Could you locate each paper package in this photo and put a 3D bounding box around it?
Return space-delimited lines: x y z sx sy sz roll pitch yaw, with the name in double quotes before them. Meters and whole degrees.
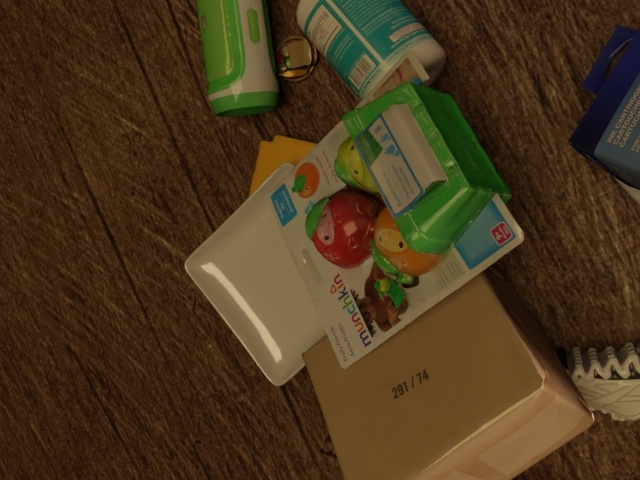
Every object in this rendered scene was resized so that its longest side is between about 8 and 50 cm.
"paper package" 0.168 0.211 1.156 0.325 0.168 0.309 -40 43 17

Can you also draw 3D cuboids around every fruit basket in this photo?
"fruit basket" 0.074 -0.040 1.133 0.353 0.165 0.327 -38 63 28

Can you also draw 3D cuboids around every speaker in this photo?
"speaker" -0.145 -0.364 1.334 0.131 0.131 0.296 -7 93 23

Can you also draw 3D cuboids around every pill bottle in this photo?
"pill bottle" 0.062 -0.333 1.239 0.146 0.146 0.264 -42 79 21

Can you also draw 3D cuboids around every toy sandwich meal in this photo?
"toy sandwich meal" -0.044 -0.310 1.348 0.086 0.029 0.085 2 96 22

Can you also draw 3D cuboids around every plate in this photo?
"plate" -0.057 0.058 1.332 0.278 0.045 0.277 -43 79 20

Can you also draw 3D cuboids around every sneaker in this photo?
"sneaker" 0.418 0.216 1.175 0.292 0.110 0.118 -12 100 23

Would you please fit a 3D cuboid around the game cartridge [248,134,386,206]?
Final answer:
"game cartridge" 0.000 0.000 1.356 0.285 0.053 0.323 16 99 20

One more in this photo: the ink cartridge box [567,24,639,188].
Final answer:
"ink cartridge box" 0.482 -0.162 0.920 0.270 0.151 0.395 -60 29 7

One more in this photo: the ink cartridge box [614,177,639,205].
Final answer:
"ink cartridge box" 0.565 -0.133 1.036 0.324 0.071 0.330 -44 57 20
